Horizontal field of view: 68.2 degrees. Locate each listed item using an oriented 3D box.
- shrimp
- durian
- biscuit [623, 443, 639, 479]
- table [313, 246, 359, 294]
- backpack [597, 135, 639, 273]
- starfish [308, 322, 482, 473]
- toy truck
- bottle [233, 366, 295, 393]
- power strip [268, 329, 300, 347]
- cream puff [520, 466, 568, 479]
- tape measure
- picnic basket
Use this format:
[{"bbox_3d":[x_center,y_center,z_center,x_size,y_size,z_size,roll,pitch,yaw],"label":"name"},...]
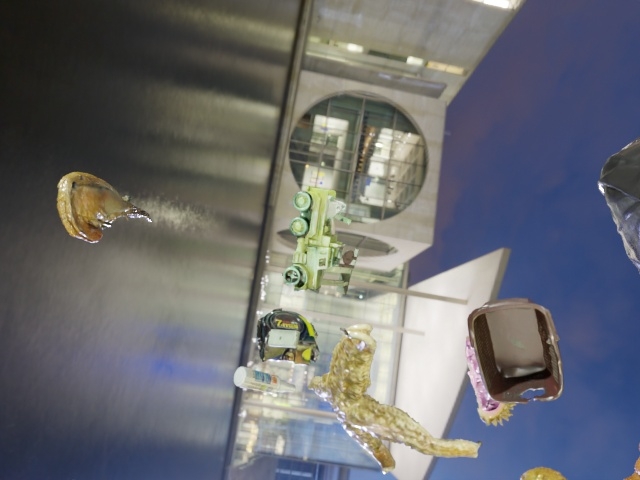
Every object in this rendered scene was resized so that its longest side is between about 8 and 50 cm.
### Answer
[{"bbox_3d":[-0.393,-0.043,0.859,0.262,0.066,0.117,55,40,-73],"label":"shrimp"},{"bbox_3d":[0.598,0.444,1.589,0.191,0.112,0.341,-45,-148,39],"label":"durian"},{"bbox_3d":[0.775,0.488,0.973,0.043,0.306,0.283,-100,178,-73],"label":"biscuit"},{"bbox_3d":[0.047,0.098,1.648,0.062,0.146,0.175,19,-84,44],"label":"table"},{"bbox_3d":[0.594,0.034,0.617,0.255,0.445,0.363,-37,-151,4],"label":"backpack"},{"bbox_3d":[0.106,0.324,0.897,0.082,0.324,0.432,-44,172,-34],"label":"starfish"},{"bbox_3d":[-0.003,0.002,1.176,0.128,0.135,0.259,-13,116,-72],"label":"toy truck"},{"bbox_3d":[-0.162,0.433,1.434,0.060,0.217,0.060,-26,-131,35],"label":"bottle"},{"bbox_3d":[-0.089,0.237,1.142,0.016,0.090,0.040,39,55,-47],"label":"power strip"},{"bbox_3d":[0.626,0.691,1.297,0.115,0.150,0.165,-52,155,-33],"label":"cream puff"},{"bbox_3d":[-0.107,0.308,1.505,0.186,0.199,0.112,-107,-149,-58],"label":"tape measure"},{"bbox_3d":[0.539,0.286,1.305,0.129,0.223,0.296,-37,113,-63],"label":"picnic basket"}]
